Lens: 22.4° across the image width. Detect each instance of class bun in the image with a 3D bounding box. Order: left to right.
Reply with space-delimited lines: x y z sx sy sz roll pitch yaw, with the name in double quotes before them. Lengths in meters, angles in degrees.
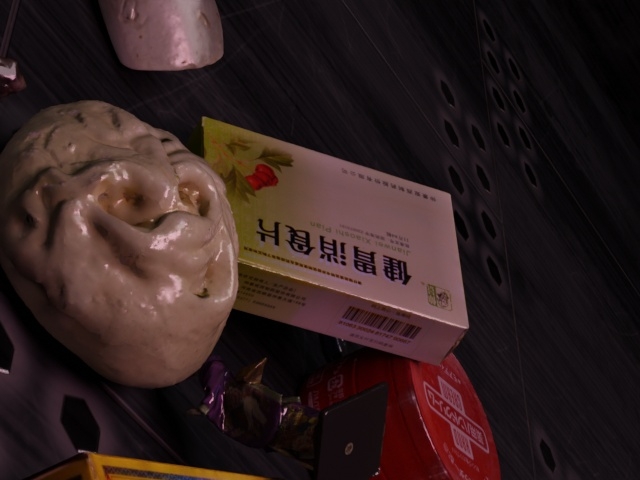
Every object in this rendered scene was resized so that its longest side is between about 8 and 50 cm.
"bun" -0.137 -0.009 1.197 0.231 0.133 0.231 42 29 -30

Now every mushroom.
"mushroom" -0.166 -0.255 1.478 0.116 0.093 0.225 -22 92 -49

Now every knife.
"knife" 0.006 0.070 1.637 0.031 0.018 0.121 34 35 -58

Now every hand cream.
"hand cream" 0.075 0.187 1.520 0.193 0.125 0.193 49 26 -35

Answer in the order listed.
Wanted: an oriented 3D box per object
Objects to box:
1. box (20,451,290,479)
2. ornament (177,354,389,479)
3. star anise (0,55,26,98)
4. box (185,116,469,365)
"box" -0.083 0.258 1.107 0.301 0.084 0.193 23 46 -61
"ornament" -0.056 0.127 1.232 0.081 0.203 0.088 -24 127 -56
"star anise" -0.314 -0.106 0.958 0.272 0.102 0.272 20 54 -30
"box" 0.000 0.000 1.457 0.260 0.062 0.175 17 42 -19
